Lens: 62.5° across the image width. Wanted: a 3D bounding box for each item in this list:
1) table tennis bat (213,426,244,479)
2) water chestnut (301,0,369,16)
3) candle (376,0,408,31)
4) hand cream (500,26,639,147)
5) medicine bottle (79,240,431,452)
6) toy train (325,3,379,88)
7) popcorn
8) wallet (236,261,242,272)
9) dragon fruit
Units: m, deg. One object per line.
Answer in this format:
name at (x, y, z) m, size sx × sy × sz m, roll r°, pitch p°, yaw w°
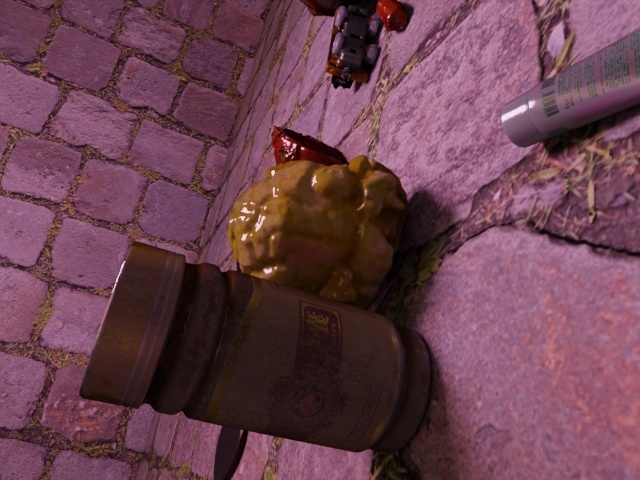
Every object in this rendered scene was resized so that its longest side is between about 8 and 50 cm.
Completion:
table tennis bat at (-0.173, 0.377, 1.102) m, size 0.173 × 0.022 × 0.301 m, roll -105°, pitch 37°, yaw -60°
water chestnut at (0.035, -0.601, 1.135) m, size 0.238 × 0.223 × 0.224 m, roll -21°, pitch 52°, yaw 52°
candle at (0.124, -0.431, 0.993) m, size 0.162 × 0.048 × 0.053 m, roll -100°, pitch 17°, yaw -55°
hand cream at (0.229, -0.127, 0.423) m, size 0.174 × 0.047 × 0.076 m, roll -25°, pitch 48°, yaw 54°
medicine bottle at (-0.057, 0.119, 0.544) m, size 0.151 × 0.322 × 0.151 m, roll -162°, pitch 90°, yaw -72°
toy train at (0.059, -0.393, 1.089) m, size 0.127 × 0.089 × 0.219 m, roll 120°, pitch 161°, yaw -60°
popcorn at (0.000, 0.000, 0.695) m, size 0.259 × 0.259 × 0.212 m, roll 176°, pitch 97°, yaw -70°
wallet at (-0.183, 0.091, 1.308) m, size 0.250 × 0.044 × 0.149 m, roll -94°, pitch 27°, yaw -46°
dragon fruit at (-0.040, -0.139, 1.025) m, size 0.127 × 0.161 × 0.120 m, roll -90°, pitch 25°, yaw -69°
